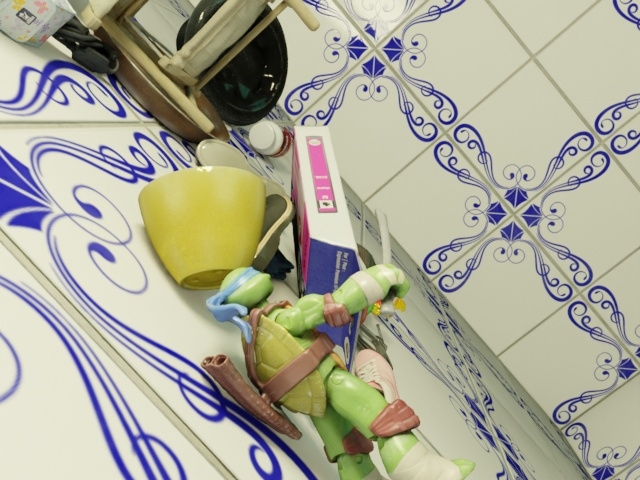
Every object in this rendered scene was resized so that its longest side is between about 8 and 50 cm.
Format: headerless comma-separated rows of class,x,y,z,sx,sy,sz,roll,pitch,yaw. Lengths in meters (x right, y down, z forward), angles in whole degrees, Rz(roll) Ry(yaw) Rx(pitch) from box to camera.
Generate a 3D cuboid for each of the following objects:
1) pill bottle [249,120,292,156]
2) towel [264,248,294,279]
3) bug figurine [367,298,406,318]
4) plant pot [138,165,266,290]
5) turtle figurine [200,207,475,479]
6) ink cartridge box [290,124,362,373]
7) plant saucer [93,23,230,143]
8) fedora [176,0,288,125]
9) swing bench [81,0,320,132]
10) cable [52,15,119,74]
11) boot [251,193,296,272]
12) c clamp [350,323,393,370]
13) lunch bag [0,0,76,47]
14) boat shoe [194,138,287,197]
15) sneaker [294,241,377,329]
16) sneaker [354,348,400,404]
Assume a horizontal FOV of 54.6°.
pill bottle,-0.129,-0.257,1.577,0.086,0.086,0.152,50,11,4
towel,-0.090,0.005,0.947,0.119,0.029,0.067,53,11,18
bug figurine,0.065,0.062,1.283,0.279,0.072,0.216,54,16,-4
plant pot,-0.116,-0.003,0.644,0.134,0.134,0.095,30,45,-62
turtle figurine,0.037,0.118,0.614,0.266,0.197,0.274,56,15,12
ink cartridge box,0.000,0.000,0.886,0.371,0.069,0.176,-103,-166,-50
plant saucer,-0.284,-0.277,1.091,0.311,0.050,0.311,48,11,-12
fedora,-0.229,-0.443,1.496,0.152,0.334,0.334,19,-10,36
swing bench,-0.185,-0.359,0.959,0.254,0.253,0.165,42,12,-37
cable,-0.368,-0.314,0.873,0.151,0.047,0.184,53,11,20
boot,-0.112,-0.047,0.852,0.137,0.077,0.198,42,23,-14
c clamp,0.082,0.173,1.111,0.160,0.022,0.137,43,17,-41
lunch bag,-0.348,-0.275,0.745,0.053,0.071,0.083,54,8,1
boat shoe,-0.148,-0.104,1.077,0.064,0.075,0.206,-1,-25,43
sneaker,0.046,0.065,1.061,0.135,0.098,0.276,26,19,-25
sneaker,0.075,0.199,0.881,0.070,0.051,0.134,47,13,-45
